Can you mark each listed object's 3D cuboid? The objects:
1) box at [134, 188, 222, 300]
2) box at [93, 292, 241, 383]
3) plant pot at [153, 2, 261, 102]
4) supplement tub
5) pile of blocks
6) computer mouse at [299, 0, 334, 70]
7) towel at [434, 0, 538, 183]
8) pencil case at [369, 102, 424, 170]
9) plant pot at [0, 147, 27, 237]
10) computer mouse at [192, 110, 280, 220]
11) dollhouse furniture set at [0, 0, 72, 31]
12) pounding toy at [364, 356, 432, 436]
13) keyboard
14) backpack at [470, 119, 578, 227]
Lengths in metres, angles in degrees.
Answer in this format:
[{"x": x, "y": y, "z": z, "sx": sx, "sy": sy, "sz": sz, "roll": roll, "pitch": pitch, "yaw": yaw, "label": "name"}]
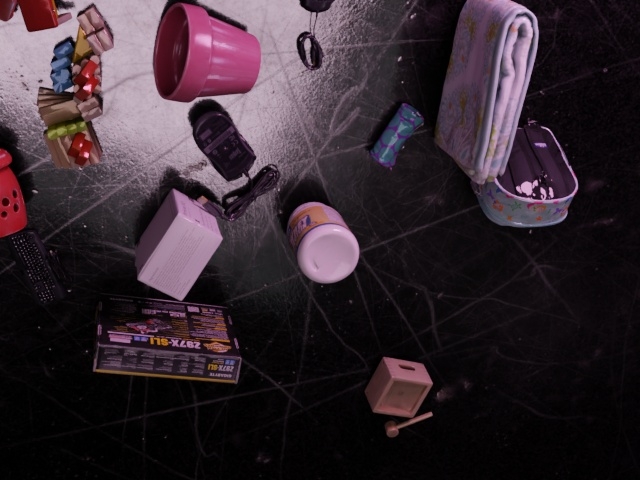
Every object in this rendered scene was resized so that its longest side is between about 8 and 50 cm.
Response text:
[{"x": -0.327, "y": 0.007, "z": 1.970, "sx": 0.119, "sy": 0.181, "sz": 0.181, "roll": 29, "pitch": 103, "yaw": -23, "label": "box"}, {"x": -0.361, "y": 0.226, "z": 2.016, "sx": 0.322, "sy": 0.257, "sz": 0.079, "roll": 8, "pitch": 112, "yaw": -17, "label": "box"}, {"x": -0.234, "y": -0.386, "z": 1.829, "sx": 0.180, "sy": 0.201, "sz": 0.201, "roll": 2, "pitch": 113, "yaw": -31, "label": "plant pot"}, {"x": 0.000, "y": 0.000, "z": 2.035, "sx": 0.145, "sy": 0.199, "sz": 0.144, "roll": -5, "pitch": 113, "yaw": -12, "label": "supplement tub"}, {"x": -0.522, "y": -0.310, "z": 1.826, "sx": 0.149, "sy": 0.112, "sz": 0.362, "roll": 6, "pitch": 111, "yaw": -16, "label": "pile of blocks"}, {"x": -0.011, "y": -0.495, "z": 1.914, "sx": 0.071, "sy": 0.041, "sz": 0.242, "roll": 0, "pitch": 119, "yaw": -15, "label": "computer mouse"}, {"x": 0.351, "y": -0.345, "z": 1.903, "sx": 0.090, "sy": 0.320, "sz": 0.374, "roll": 5, "pitch": 112, "yaw": -13, "label": "towel"}, {"x": 0.182, "y": -0.247, "z": 2.047, "sx": 0.070, "sy": 0.064, "sz": 0.151, "roll": 34, "pitch": 103, "yaw": -7, "label": "pencil case"}, {"x": -0.727, "y": -0.103, "z": 1.826, "sx": 0.191, "sy": 0.191, "sz": 0.174, "roll": -4, "pitch": 110, "yaw": -12, "label": "plant pot"}, {"x": -0.232, "y": -0.168, "z": 1.985, "sx": 0.184, "sy": 0.060, "sz": 0.262, "roll": -45, "pitch": 126, "yaw": -1, "label": "computer mouse"}, {"x": -0.640, "y": -0.569, "z": 1.626, "sx": 0.202, "sy": 0.152, "sz": 0.373, "roll": -7, "pitch": 114, "yaw": 11, "label": "dollhouse furniture set"}, {"x": 0.215, "y": 0.426, "z": 2.337, "sx": 0.181, "sy": 0.094, "sz": 0.206, "roll": 13, "pitch": 119, "yaw": -23, "label": "pounding toy"}, {"x": -0.647, "y": 0.064, "z": 2.000, "sx": 0.100, "sy": 0.038, "sz": 0.192, "roll": -20, "pitch": 117, "yaw": -5, "label": "keyboard"}, {"x": 0.481, "y": -0.139, "z": 2.063, "sx": 0.225, "sy": 0.253, "sz": 0.191, "roll": -4, "pitch": 133, "yaw": -13, "label": "backpack"}]
